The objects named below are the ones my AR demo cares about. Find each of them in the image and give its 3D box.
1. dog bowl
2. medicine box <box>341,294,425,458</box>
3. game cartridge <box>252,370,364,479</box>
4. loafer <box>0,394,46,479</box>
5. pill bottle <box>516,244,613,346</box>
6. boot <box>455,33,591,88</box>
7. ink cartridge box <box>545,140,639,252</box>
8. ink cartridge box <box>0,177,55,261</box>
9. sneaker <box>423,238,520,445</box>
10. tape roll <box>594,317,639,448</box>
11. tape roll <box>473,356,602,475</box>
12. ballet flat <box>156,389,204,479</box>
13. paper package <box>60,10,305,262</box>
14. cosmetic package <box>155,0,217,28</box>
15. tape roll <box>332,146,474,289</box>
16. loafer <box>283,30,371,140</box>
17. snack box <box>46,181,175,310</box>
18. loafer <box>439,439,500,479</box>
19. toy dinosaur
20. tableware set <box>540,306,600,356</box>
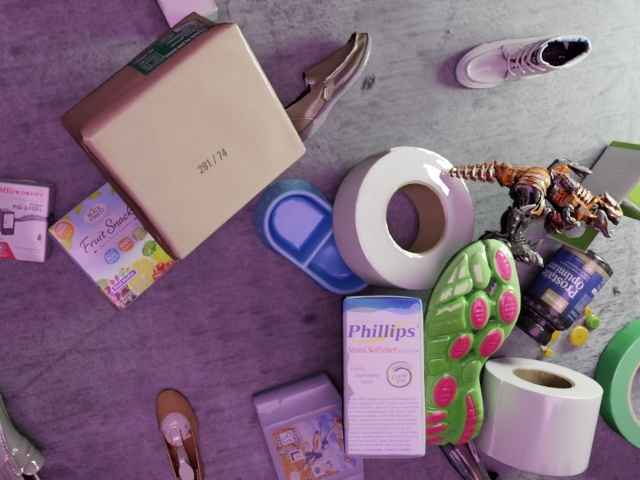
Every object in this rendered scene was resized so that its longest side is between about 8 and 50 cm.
[{"bbox_3d":[0.000,0.000,1.470,0.297,0.074,0.166,38,92,-13],"label":"dog bowl"},{"bbox_3d":[0.115,0.253,1.396,0.149,0.263,0.290,-1,86,1],"label":"medicine box"},{"bbox_3d":[-0.014,0.446,1.553,0.198,0.062,0.298,-17,101,-1],"label":"game cartridge"},{"bbox_3d":[-0.617,0.447,1.442,0.111,0.112,0.320,-13,109,-11],"label":"loafer"},{"bbox_3d":[0.517,0.117,1.538,0.122,0.123,0.219,38,92,-12],"label":"pill bottle"},{"bbox_3d":[0.412,-0.373,1.441,0.258,0.123,0.095,-17,101,-5],"label":"boot"},{"bbox_3d":[0.617,-0.074,1.489,0.097,0.189,0.255,34,96,-14],"label":"ink cartridge box"},{"bbox_3d":[-0.583,-0.041,1.383,0.109,0.063,0.151,6,99,-9],"label":"ink cartridge box"},{"bbox_3d":[0.261,0.196,1.431,0.185,0.202,0.483,2,122,-11],"label":"sneaker"},{"bbox_3d":[0.799,0.331,1.639,0.321,0.077,0.322,-1,99,-8],"label":"tape roll"},{"bbox_3d":[0.458,0.367,1.509,0.246,0.246,0.169,6,99,-9],"label":"tape roll"},{"bbox_3d":[-0.291,0.430,1.498,0.080,0.073,0.233,-16,101,-6],"label":"ballet flat"},{"bbox_3d":[-0.238,-0.187,1.268,0.325,0.168,0.310,-42,132,-13],"label":"paper package"},{"bbox_3d":[-0.284,-0.509,1.318,0.107,0.127,0.238,-29,104,-3],"label":"cosmetic package"},{"bbox_3d":[0.168,-0.043,1.426,0.286,0.100,0.287,1,87,-26],"label":"tape roll"},{"bbox_3d":[0.009,-0.318,1.407,0.087,0.094,0.251,35,93,-16],"label":"loafer"},{"bbox_3d":[-0.398,0.005,1.388,0.174,0.070,0.207,-45,103,-21],"label":"snack box"},{"bbox_3d":[0.371,0.537,1.605,0.084,0.096,0.268,-37,100,-7],"label":"loafer"},{"bbox_3d":[0.415,-0.069,1.399,0.321,0.164,0.219,24,93,28],"label":"toy dinosaur"},{"bbox_3d":[0.560,0.204,1.612,0.154,0.024,0.104,-41,106,-1],"label":"tableware set"}]
